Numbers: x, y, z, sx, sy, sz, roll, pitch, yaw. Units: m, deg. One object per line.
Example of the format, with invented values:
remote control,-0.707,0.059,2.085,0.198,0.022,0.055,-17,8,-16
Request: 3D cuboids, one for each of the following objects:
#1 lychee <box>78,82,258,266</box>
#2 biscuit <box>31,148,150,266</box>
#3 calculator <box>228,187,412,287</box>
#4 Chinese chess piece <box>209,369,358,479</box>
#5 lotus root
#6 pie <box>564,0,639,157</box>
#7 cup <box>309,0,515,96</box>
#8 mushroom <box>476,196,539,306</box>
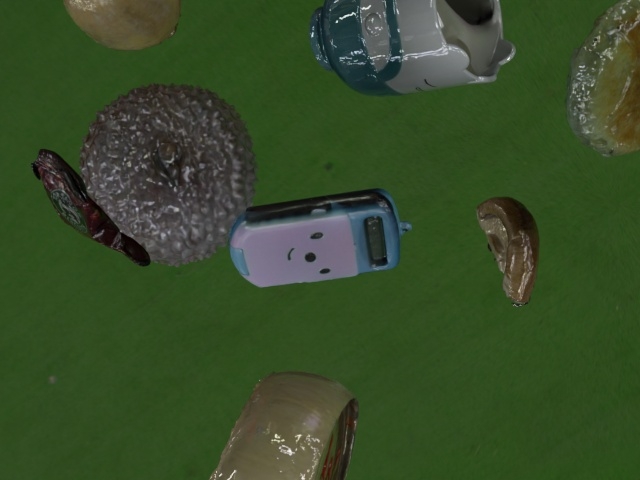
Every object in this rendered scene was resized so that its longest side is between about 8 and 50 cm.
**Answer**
lychee,-0.316,-0.134,1.895,0.381,0.432,0.380,1,85,-12
biscuit,-0.380,-0.045,1.483,0.151,0.235,0.063,27,66,32
calculator,0.000,0.000,1.441,0.293,0.173,0.051,-9,46,3
Chinese chess piece,-0.039,0.255,0.923,0.103,0.250,0.249,14,97,12
lotus root,-0.140,-0.172,0.655,0.073,0.150,0.062,-40,77,8
pie,0.533,-0.285,1.556,0.306,0.306,0.071,-57,45,12
cup,0.161,-0.344,1.438,0.258,0.290,0.219,-3,100,37
mushroom,0.314,0.003,1.473,0.072,0.209,0.094,0,134,-13
